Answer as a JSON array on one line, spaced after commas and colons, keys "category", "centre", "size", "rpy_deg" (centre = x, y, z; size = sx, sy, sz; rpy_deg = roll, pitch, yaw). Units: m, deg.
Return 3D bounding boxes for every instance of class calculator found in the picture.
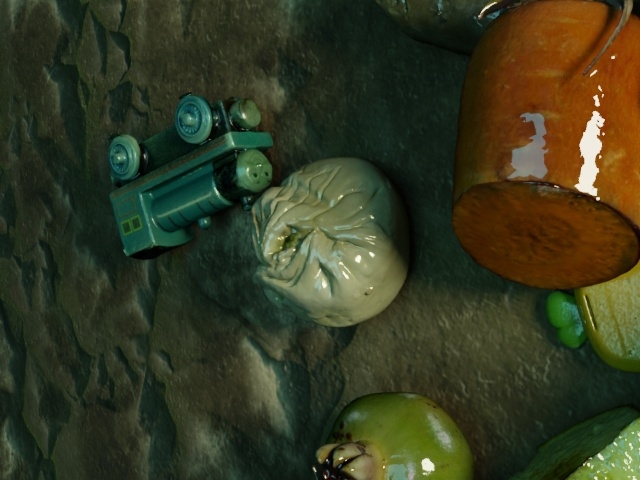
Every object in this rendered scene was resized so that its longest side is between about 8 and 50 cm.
[{"category": "calculator", "centre": [0.336, 0.056, 0.780], "size": [0.235, 0.032, 0.146], "rpy_deg": [-24, 74, 37]}]

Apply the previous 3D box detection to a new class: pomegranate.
[{"category": "pomegranate", "centre": [0.082, 0.264, 0.869], "size": [0.179, 0.210, 0.179], "rpy_deg": [1, 95, 13]}]

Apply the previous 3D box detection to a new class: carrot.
[{"category": "carrot", "centre": [0.233, -0.132, 0.755], "size": [0.193, 0.214, 0.331], "rpy_deg": [8, 80, 25]}]

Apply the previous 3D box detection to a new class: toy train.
[{"category": "toy train", "centre": [-0.197, -0.098, 1.160], "size": [0.298, 0.120, 0.194], "rpy_deg": [-20, 84, 36]}]

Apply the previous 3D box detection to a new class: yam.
[{"category": "yam", "centre": [0.134, -0.282, 0.908], "size": [0.259, 0.106, 0.106], "rpy_deg": [28, 106, 35]}]

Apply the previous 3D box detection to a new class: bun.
[{"category": "bun", "centre": [0.000, 0.000, 0.982], "size": [0.229, 0.145, 0.229], "rpy_deg": [-1, 89, 42]}]

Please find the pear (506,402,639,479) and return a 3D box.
[{"category": "pear", "centre": [0.274, 0.325, 0.734], "size": [0.292, 0.159, 0.292], "rpy_deg": [-3, 76, 11]}]
